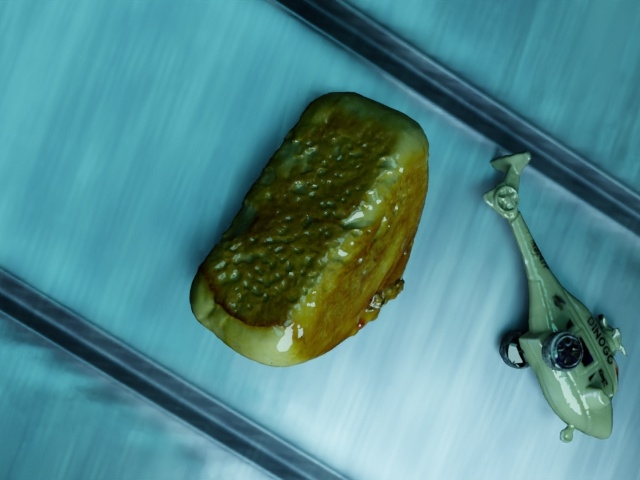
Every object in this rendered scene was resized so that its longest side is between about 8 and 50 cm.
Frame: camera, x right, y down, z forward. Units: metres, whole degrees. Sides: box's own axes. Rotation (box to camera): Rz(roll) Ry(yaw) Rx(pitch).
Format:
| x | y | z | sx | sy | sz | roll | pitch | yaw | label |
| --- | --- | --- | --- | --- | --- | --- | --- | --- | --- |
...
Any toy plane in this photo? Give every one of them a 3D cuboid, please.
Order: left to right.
| x | y | z | sx | sy | sz | roll | pitch | yaw | label |
| --- | --- | --- | --- | --- | --- | --- | --- | --- | --- |
| 0.219 | 0.058 | 1.592 | 0.108 | 0.092 | 0.286 | -30 | 100 | -23 | toy plane |

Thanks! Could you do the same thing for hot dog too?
| x | y | z | sx | sy | sz | roll | pitch | yaw | label |
| --- | --- | --- | --- | --- | --- | --- | --- | --- | --- |
| 0.000 | 0.000 | 1.524 | 0.150 | 0.153 | 0.257 | 30 | 81 | 20 | hot dog |
